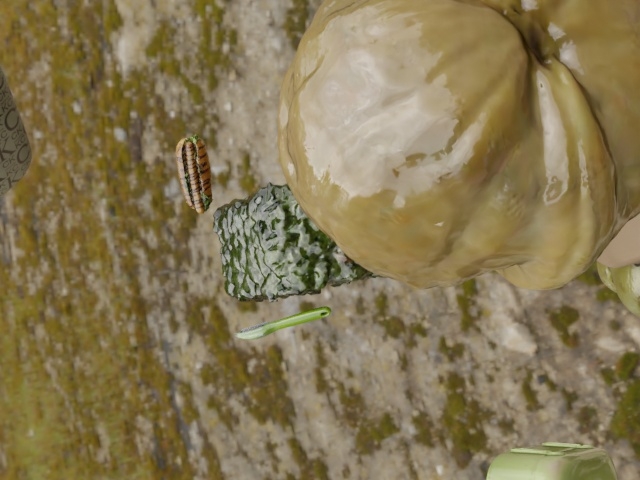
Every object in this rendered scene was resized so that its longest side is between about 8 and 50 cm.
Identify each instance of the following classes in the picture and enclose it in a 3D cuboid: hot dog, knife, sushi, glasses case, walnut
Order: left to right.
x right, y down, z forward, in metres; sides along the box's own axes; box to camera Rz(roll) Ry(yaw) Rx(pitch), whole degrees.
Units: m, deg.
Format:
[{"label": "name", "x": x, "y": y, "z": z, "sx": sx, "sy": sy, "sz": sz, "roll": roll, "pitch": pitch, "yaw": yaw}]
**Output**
[{"label": "glasses case", "x": -0.497, "y": -0.178, "z": 1.256, "sx": 0.085, "sy": 0.137, "sz": 0.355, "roll": 38, "pitch": 155, "yaw": 20}, {"label": "hot dog", "x": -0.181, "y": -0.094, "z": 1.298, "sx": 0.037, "sy": 0.049, "sz": 0.122, "roll": -85, "pitch": -12, "yaw": -62}, {"label": "knife", "x": -0.066, "y": 0.144, "z": 1.538, "sx": 0.184, "sy": 0.022, "sz": 0.026, "roll": -18, "pitch": 41, "yaw": 17}, {"label": "sushi", "x": 0.000, "y": 0.000, "z": 1.459, "sx": 0.352, "sy": 0.294, "sz": 0.178, "roll": -12, "pitch": 84, "yaw": 64}, {"label": "walnut", "x": 0.113, "y": -0.094, "z": 0.665, "sx": 0.285, "sy": 0.296, "sz": 0.285, "roll": 50, "pitch": 163, "yaw": 21}]

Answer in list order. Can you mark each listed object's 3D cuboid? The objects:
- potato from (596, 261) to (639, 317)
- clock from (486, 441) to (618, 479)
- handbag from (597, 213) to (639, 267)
[{"label": "potato", "x": 0.617, "y": 0.040, "z": 1.638, "sx": 0.351, "sy": 0.202, "sz": 0.218, "roll": -122, "pitch": 12, "yaw": -68}, {"label": "clock", "x": 0.319, "y": 0.456, "z": 1.217, "sx": 0.117, "sy": 0.286, "sz": 0.348, "roll": -4, "pitch": 80, "yaw": 32}, {"label": "handbag", "x": 0.433, "y": -0.108, "z": 1.290, "sx": 0.283, "sy": 0.149, "sz": 0.302, "roll": 53, "pitch": 169, "yaw": 2}]
